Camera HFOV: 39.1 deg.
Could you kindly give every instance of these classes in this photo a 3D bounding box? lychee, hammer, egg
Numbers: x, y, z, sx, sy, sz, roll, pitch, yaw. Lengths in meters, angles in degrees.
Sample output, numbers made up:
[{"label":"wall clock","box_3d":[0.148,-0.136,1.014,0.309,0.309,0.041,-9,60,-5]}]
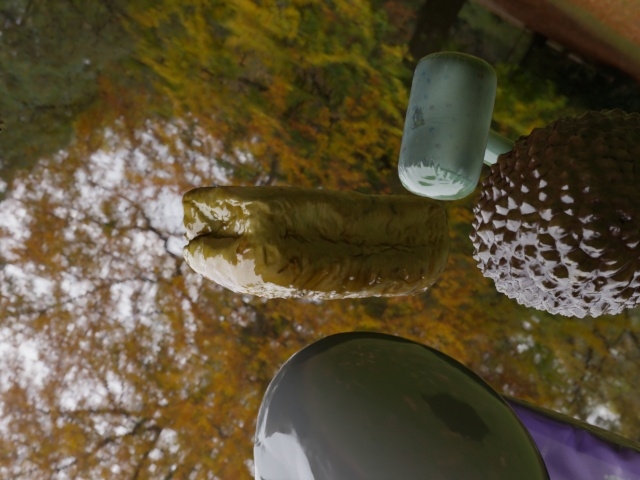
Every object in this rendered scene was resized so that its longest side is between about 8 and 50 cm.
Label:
[{"label":"lychee","box_3d":[0.312,-0.032,1.100,0.267,0.267,0.267,28,-163,-9]},{"label":"hammer","box_3d":[0.254,-0.133,1.318,0.335,0.206,0.119,19,169,-40]},{"label":"egg","box_3d":[0.052,0.158,0.574,0.232,0.176,0.176,55,-176,-28]}]

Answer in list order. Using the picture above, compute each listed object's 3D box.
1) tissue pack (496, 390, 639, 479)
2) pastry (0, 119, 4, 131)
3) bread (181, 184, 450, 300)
[{"label":"tissue pack","box_3d":[0.197,0.328,0.818,0.160,0.338,0.242,21,178,-40]},{"label":"pastry","box_3d":[-0.470,-0.105,0.792,0.337,0.292,0.405,-7,-135,5]},{"label":"bread","box_3d":[0.000,0.000,0.682,0.211,0.083,0.114,3,-175,-40]}]
